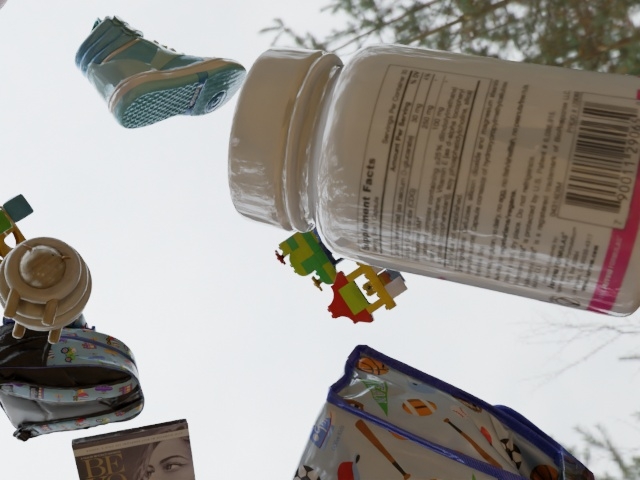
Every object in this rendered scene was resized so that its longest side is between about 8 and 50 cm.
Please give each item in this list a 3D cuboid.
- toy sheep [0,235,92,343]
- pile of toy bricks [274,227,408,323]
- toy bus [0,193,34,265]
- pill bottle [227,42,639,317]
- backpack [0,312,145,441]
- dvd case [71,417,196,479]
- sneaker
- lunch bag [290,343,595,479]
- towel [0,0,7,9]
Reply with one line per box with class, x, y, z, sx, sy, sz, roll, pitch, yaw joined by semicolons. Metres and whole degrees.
toy sheep;-0.253;0.044;0.686;0.091;0.132;0.091;7;-115;-16
pile of toy bricks;0.000;0.000;0.820;0.212;0.105;0.118;57;-174;9
toy bus;-0.477;0.036;1.013;0.202;0.191;0.104;-41;-67;-30
pill bottle;0.089;-0.052;0.530;0.160;0.283;0.160;12;-90;-74
backpack;-0.305;0.163;0.926;0.158;0.173;0.117;89;177;-47
dvd case;-0.269;0.372;1.118;0.164;0.018;0.221;-8;-65;-12
sneaker;-0.285;-0.319;1.317;0.208;0.127;0.319;46;-146;13
lunch bag;0.155;0.386;1.095;0.239;0.385;0.328;-42;-27;-68
towel;-0.430;-0.339;1.010;0.037;0.237;0.329;41;-166;-27
